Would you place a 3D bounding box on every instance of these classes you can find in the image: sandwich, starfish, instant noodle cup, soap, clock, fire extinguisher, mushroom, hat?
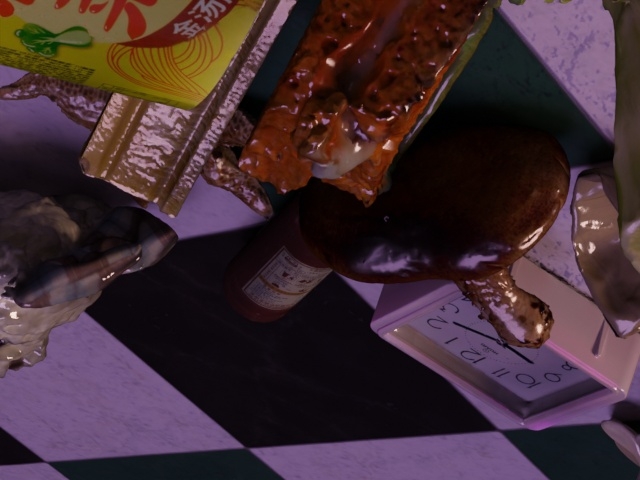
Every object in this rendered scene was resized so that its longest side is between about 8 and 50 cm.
[{"bbox_3d":[0.033,-0.120,1.221,0.109,0.212,0.292,36,164,5],"label":"sandwich"},{"bbox_3d":[-0.134,-0.085,1.502,0.277,0.062,0.236,9,148,12],"label":"starfish"},{"bbox_3d":[-0.140,-0.227,1.087,0.221,0.311,0.311,20,151,-18],"label":"instant noodle cup"},{"bbox_3d":[-0.100,-0.124,1.370,0.092,0.037,0.252,27,131,-8],"label":"soap"},{"bbox_3d":[0.162,0.081,1.577,0.197,0.063,0.150,33,149,-18],"label":"clock"},{"bbox_3d":[0.000,0.000,1.556,0.099,0.071,0.231,3,156,-26],"label":"fire extinguisher"},{"bbox_3d":[0.108,0.014,1.424,0.227,0.148,0.217,7,145,35],"label":"mushroom"},{"bbox_3d":[0.280,-0.003,1.380,0.175,0.085,0.147,-3,137,-3],"label":"hat"}]

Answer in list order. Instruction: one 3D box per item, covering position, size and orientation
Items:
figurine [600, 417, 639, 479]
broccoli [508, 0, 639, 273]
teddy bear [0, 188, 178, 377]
[{"bbox_3d":[0.370,0.265,1.672,0.274,0.226,0.394,43,171,27],"label":"figurine"},{"bbox_3d":[0.193,-0.135,0.942,0.221,0.361,0.252,-8,161,12],"label":"broccoli"},{"bbox_3d":[-0.335,0.090,1.677,0.362,0.327,0.375,28,114,23],"label":"teddy bear"}]
